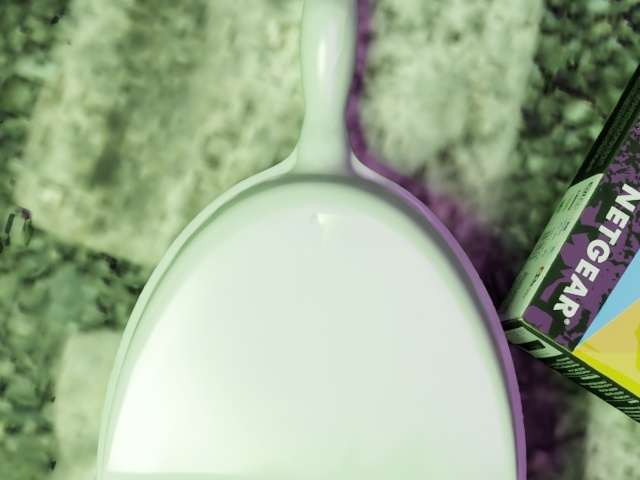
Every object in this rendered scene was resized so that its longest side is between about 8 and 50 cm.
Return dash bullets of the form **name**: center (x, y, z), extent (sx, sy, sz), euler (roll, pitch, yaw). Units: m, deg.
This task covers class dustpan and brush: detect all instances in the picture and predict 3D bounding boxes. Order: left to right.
- **dustpan and brush**: center (0.000, 0.000, 0.642), extent (0.147, 0.060, 0.211), euler (2, 89, 2)

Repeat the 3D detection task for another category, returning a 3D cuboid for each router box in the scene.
- **router box**: center (0.163, -0.010, 0.673), extent (0.133, 0.046, 0.179), euler (32, 78, -6)
